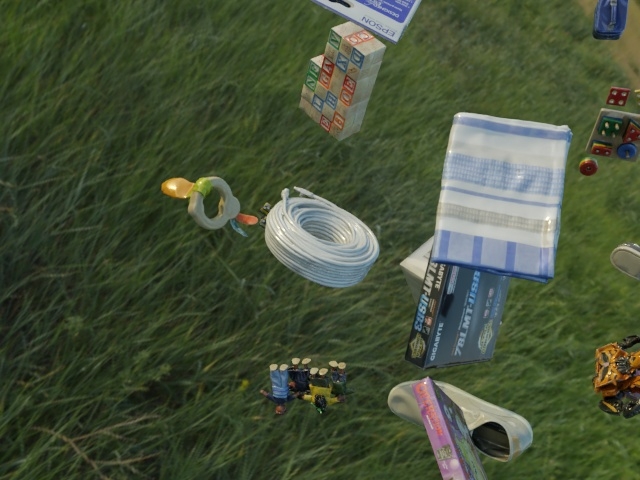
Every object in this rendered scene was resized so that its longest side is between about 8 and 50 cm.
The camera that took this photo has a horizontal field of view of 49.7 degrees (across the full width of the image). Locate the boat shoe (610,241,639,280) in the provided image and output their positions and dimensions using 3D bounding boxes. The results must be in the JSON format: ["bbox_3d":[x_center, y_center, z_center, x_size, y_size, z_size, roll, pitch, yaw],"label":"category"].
[{"bbox_3d":[0.676,0.069,1.360,0.206,0.075,0.065,37,39,20],"label":"boat shoe"}]

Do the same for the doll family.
[{"bbox_3d":[-0.028,0.314,1.452,0.076,0.193,0.111,-48,139,-61],"label":"doll family"}]

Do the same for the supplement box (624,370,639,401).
[{"bbox_3d":[0.740,0.334,1.635,0.055,0.043,0.083,24,80,-2],"label":"supplement box"}]

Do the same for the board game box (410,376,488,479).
[{"bbox_3d":[0.283,0.458,1.353,0.208,0.056,0.347,40,25,-46],"label":"board game box"}]

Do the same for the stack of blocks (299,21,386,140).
[{"bbox_3d":[0.054,-0.442,1.890,0.087,0.297,0.171,-32,65,-34],"label":"stack of blocks"}]

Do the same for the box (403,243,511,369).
[{"bbox_3d":[0.348,0.158,1.689,0.073,0.295,0.293,19,10,43],"label":"box"}]

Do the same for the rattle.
[{"bbox_3d":[-0.268,-0.076,1.678,0.200,0.143,0.130,23,60,-54],"label":"rattle"}]

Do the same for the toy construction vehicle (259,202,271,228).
[{"bbox_3d":[-0.118,-0.054,1.802,0.098,0.086,0.035,35,58,-8],"label":"toy construction vehicle"}]

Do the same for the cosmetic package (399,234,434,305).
[{"bbox_3d":[0.401,0.164,2.103,0.155,0.197,0.365,34,-21,49],"label":"cosmetic package"}]

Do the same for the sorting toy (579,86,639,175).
[{"bbox_3d":[0.761,-0.264,1.752,0.132,0.274,0.046,12,43,8],"label":"sorting toy"}]

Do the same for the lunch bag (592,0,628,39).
[{"bbox_3d":[0.649,-0.498,1.550,0.065,0.067,0.098,19,76,-74],"label":"lunch bag"}]

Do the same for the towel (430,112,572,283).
[{"bbox_3d":[0.308,-0.080,1.173,0.034,0.209,0.285,78,24,-72],"label":"towel"}]

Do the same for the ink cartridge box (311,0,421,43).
[{"bbox_3d":[0.058,-0.533,1.412,0.303,0.072,0.307,27,56,0],"label":"ink cartridge box"}]

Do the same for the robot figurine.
[{"bbox_3d":[0.705,0.263,1.466,0.085,0.291,0.211,41,45,-22],"label":"robot figurine"}]

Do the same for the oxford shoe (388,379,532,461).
[{"bbox_3d":[0.401,0.537,2.071,0.130,0.449,0.169,-32,130,-52],"label":"oxford shoe"}]

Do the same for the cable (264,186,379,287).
[{"bbox_3d":[0.000,0.000,1.519,0.257,0.089,0.257,24,29,1],"label":"cable"}]
